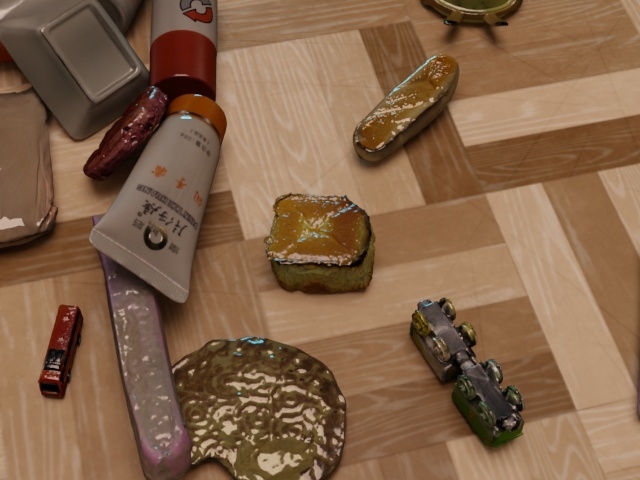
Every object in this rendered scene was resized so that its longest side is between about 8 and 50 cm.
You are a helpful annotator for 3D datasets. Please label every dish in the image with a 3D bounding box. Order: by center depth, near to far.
[{"bbox_3d":[-0.335,-0.271,1.525,0.154,0.064,0.234,-41,103,-26],"label":"dish"}]

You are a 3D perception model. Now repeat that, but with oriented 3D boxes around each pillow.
[{"bbox_3d":[-0.439,-0.100,1.478,0.173,0.067,0.270,-6,57,-13],"label":"pillow"}]

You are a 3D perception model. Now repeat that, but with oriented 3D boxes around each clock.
[{"bbox_3d":[0.234,-0.400,1.711,0.170,0.069,0.232,3,56,-1],"label":"clock"}]

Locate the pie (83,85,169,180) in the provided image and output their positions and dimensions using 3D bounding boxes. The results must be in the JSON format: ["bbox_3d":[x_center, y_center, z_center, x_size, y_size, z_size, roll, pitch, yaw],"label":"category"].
[{"bbox_3d":[-0.256,-0.141,1.482,0.038,0.153,0.153,39,57,-17],"label":"pie"}]

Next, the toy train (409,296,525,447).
[{"bbox_3d":[0.173,0.155,1.335,0.060,0.081,0.202,-22,53,-18],"label":"toy train"}]

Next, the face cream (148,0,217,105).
[{"bbox_3d":[-0.194,-0.283,1.595,0.096,0.096,0.214,-1,57,-4],"label":"face cream"}]

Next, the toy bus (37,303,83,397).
[{"bbox_3d":[-0.310,0.131,1.343,0.031,0.043,0.110,6,56,1],"label":"toy bus"}]

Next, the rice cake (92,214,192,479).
[{"bbox_3d":[-0.214,0.108,1.329,0.064,0.070,0.399,-11,52,-11],"label":"rice cake"}]

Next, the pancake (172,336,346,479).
[{"bbox_3d":[-0.080,0.206,1.314,0.235,0.029,0.212,31,60,17],"label":"pancake"}]

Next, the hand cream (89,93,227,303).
[{"bbox_3d":[-0.197,-0.064,1.413,0.140,0.089,0.314,34,41,-23],"label":"hand cream"}]

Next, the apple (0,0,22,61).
[{"bbox_3d":[-0.449,-0.332,1.595,0.163,0.139,0.163,-1,42,1],"label":"apple"}]

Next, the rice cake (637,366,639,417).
[{"bbox_3d":[0.422,0.107,1.392,0.049,0.055,0.270,9,58,8],"label":"rice cake"}]

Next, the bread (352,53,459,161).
[{"bbox_3d":[0.123,-0.180,1.569,0.073,0.053,0.214,34,64,23],"label":"bread"}]

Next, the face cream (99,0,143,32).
[{"bbox_3d":[-0.286,-0.426,1.683,0.101,0.101,0.251,15,57,7],"label":"face cream"}]

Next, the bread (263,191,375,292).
[{"bbox_3d":[0.000,0.000,1.432,0.140,0.069,0.128,1,55,2],"label":"bread"}]
